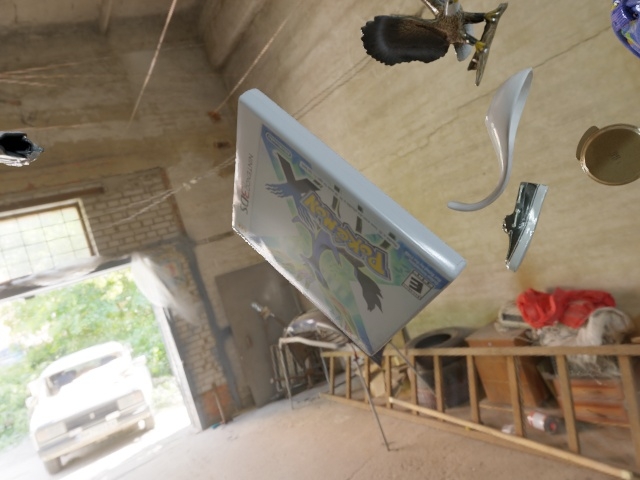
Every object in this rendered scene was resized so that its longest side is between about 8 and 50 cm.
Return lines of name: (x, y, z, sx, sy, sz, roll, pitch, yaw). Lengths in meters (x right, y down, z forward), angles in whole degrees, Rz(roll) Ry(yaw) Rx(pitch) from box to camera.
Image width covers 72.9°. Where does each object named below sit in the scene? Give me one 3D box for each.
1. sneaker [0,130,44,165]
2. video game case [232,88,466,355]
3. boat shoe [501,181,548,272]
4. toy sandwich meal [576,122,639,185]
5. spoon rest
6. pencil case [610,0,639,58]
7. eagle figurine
sneaker: (-0.356, -0.109, 0.517, 0.069, 0.038, 0.098, 2, 8, 9)
video game case: (0.000, 0.000, 0.611, 0.036, 0.329, 0.300, -42, -14, -30)
boat shoe: (0.464, -0.033, 1.015, 0.070, 0.220, 0.078, 18, -10, 28)
toy sandwich meal: (0.371, -0.109, 0.548, 0.085, 0.086, 0.029, -18, 5, 40)
spoon rest: (0.329, -0.174, 0.798, 0.084, 0.277, 0.137, 28, 22, 22)
pencil case: (0.365, -0.282, 0.331, 0.306, 0.133, 0.119, -58, -12, 16)
eagle figurine: (0.268, -0.524, 1.015, 0.298, 0.227, 0.225, 19, -36, 7)
